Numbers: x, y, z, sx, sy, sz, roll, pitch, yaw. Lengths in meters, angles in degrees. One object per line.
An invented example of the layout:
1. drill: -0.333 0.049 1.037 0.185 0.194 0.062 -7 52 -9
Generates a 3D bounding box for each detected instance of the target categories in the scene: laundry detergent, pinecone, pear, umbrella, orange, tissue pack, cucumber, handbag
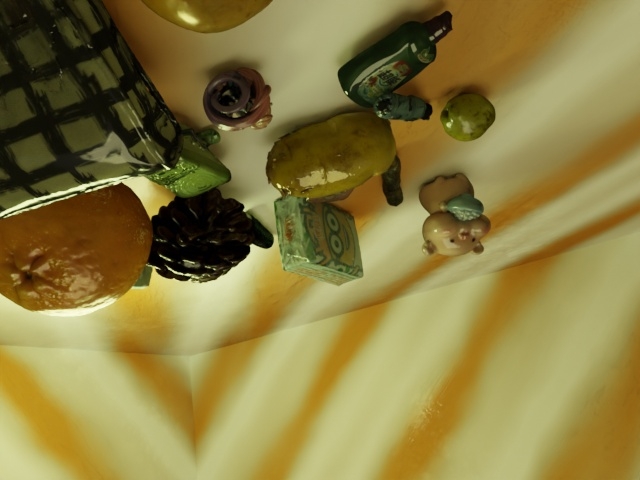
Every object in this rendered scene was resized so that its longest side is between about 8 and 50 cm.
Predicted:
1. laundry detergent: 0.149 -0.337 0.839 0.221 0.078 0.144 -28 162 30
2. pinecone: -0.319 -0.011 1.199 0.295 0.242 0.298 -34 170 40
3. pear: 0.336 -0.279 1.029 0.131 0.107 0.107 6 153 -28
4. umbrella: 0.180 -0.277 0.937 0.250 0.052 0.053 -22 141 -55
5. orange: -0.551 0.004 0.986 0.340 0.293 0.341 0 116 -1
6. tissue pack: 0.000 0.000 1.405 0.127 0.228 0.310 -23 155 30
7. cucumber: -0.207 -0.019 1.472 0.074 0.075 0.241 -14 160 10
8. handbag: -0.416 -0.212 0.645 0.324 0.163 0.327 -16 128 5

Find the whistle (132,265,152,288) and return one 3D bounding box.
1. whistle: -0.671 0.054 1.301 0.188 0.168 0.405 -15 158 9

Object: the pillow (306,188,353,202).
1. pillow: 0.049 -0.182 1.218 0.135 0.049 0.248 -4 154 -20

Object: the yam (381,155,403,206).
1. yam: 0.207 -0.169 1.312 0.061 0.061 0.253 -14 159 8

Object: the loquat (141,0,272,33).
1. loquat: -0.137 -0.348 0.513 0.207 0.208 0.208 -9 159 -4

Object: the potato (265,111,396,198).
1. potato: 0.022 -0.188 1.031 0.300 0.140 0.173 -18 121 2

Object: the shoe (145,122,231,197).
1. shoe: -0.282 -0.172 0.975 0.139 0.128 0.262 -8 175 15

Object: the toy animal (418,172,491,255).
1. toy animal: 0.402 -0.080 1.412 0.209 0.221 0.230 -5 131 -11

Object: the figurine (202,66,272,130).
1. figurine: -0.139 -0.267 0.859 0.126 0.114 0.157 15 -161 20
